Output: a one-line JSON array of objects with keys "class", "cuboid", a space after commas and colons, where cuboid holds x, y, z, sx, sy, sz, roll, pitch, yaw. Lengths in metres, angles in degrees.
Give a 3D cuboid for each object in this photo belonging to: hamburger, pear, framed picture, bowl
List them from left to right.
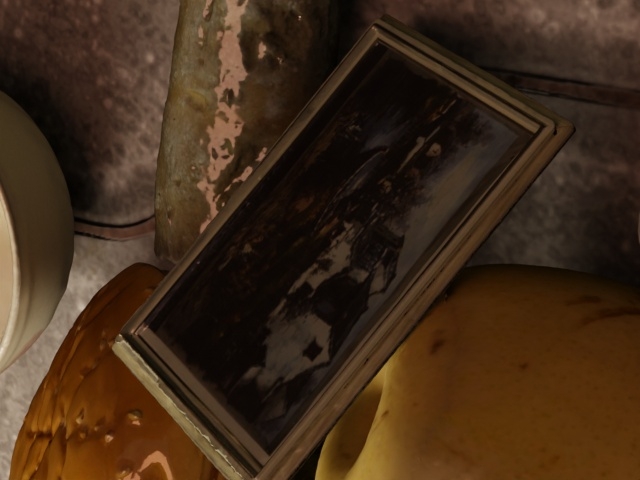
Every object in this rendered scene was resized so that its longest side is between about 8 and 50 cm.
[{"class": "bowl", "cuboid": [-0.300, -0.017, 1.571, 0.277, 0.145, 0.277, 11, 112, 30]}, {"class": "hamburger", "cuboid": [-0.125, 0.168, 1.428, 0.318, 0.158, 0.318, -165, 90, -70]}, {"class": "framed picture", "cuboid": [0.000, 0.000, 1.240, 0.296, 0.019, 0.232, -51, 37, 0]}, {"class": "pear", "cuboid": [0.142, 0.166, 1.222, 0.309, 0.309, 0.309, 11, 111, 31]}]

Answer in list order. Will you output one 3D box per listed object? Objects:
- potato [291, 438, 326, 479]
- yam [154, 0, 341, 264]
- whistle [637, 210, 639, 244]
[{"class": "potato", "cuboid": [0.044, 0.254, 1.422, 0.197, 0.148, 0.228, -5, 99, 24]}, {"class": "yam", "cuboid": [-0.045, -0.105, 1.382, 0.133, 0.133, 0.330, 17, 112, 29]}, {"class": "whistle", "cuboid": [0.211, -0.198, 1.154, 0.188, 0.168, 0.404, -21, 97, 38]}]
